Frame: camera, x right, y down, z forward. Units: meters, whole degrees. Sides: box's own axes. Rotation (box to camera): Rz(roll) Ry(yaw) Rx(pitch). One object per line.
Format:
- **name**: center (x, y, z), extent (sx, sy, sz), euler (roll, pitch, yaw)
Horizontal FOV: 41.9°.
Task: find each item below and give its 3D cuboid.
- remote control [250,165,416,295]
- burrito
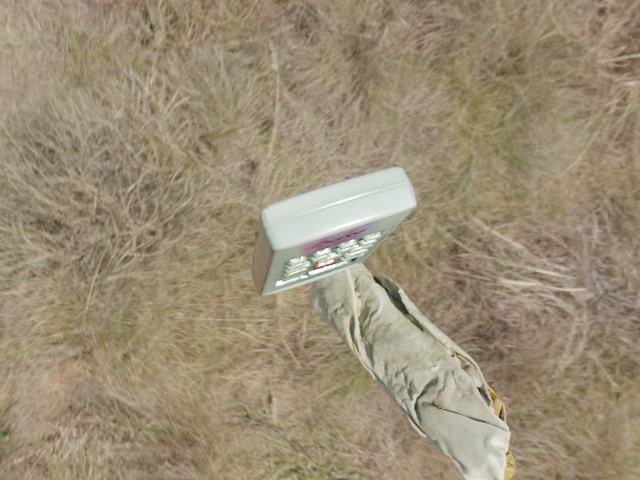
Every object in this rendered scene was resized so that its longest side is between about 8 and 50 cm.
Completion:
- **remote control**: center (0.000, 0.001, 0.892), extent (0.145, 0.344, 0.050), euler (-18, 82, -8)
- **burrito**: center (0.112, 0.147, 1.048), extent (0.076, 0.392, 0.117), euler (7, 120, -44)
